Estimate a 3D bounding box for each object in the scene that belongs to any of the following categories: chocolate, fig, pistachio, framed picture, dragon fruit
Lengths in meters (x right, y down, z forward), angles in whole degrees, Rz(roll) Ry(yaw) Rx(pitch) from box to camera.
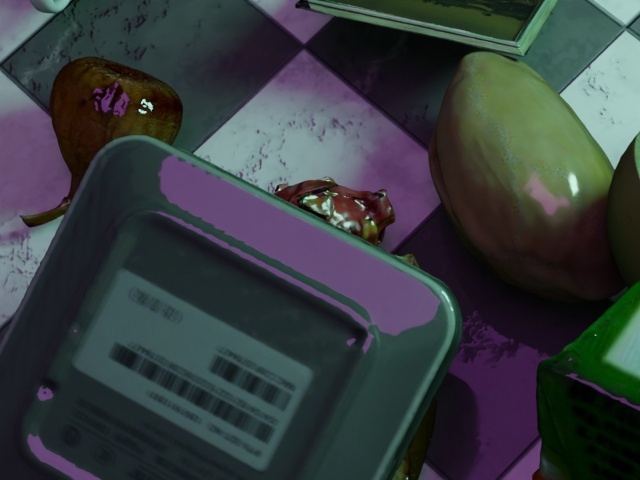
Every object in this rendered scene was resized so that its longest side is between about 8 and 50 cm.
[{"bbox_3d":[0.371,0.220,1.594,0.360,0.341,0.161,27,62,19],"label":"chocolate"},{"bbox_3d":[-0.237,-0.092,1.956,0.146,0.133,0.201,22,91,47],"label":"fig"},{"bbox_3d":[0.212,-0.056,1.835,0.181,0.162,0.293,-19,57,-18],"label":"pistachio"},{"bbox_3d":[0.122,-0.266,1.962,0.252,0.014,0.197,14,33,14],"label":"framed picture"},{"bbox_3d":[0.000,0.000,1.863,0.166,0.136,0.133,-20,101,9],"label":"dragon fruit"}]

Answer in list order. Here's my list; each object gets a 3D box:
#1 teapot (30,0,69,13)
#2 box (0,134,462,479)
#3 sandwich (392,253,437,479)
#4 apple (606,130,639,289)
[{"bbox_3d":[-0.279,-0.384,2.066,0.208,0.166,0.300,8,57,-1],"label":"teapot"},{"bbox_3d":[-0.110,0.144,1.741,0.396,0.111,0.397,26,91,14],"label":"box"},{"bbox_3d":[0.067,0.135,1.806,0.090,0.088,0.244,2,81,18],"label":"sandwich"},{"bbox_3d":[0.460,0.002,1.696,0.360,0.311,0.320,43,89,16],"label":"apple"}]
